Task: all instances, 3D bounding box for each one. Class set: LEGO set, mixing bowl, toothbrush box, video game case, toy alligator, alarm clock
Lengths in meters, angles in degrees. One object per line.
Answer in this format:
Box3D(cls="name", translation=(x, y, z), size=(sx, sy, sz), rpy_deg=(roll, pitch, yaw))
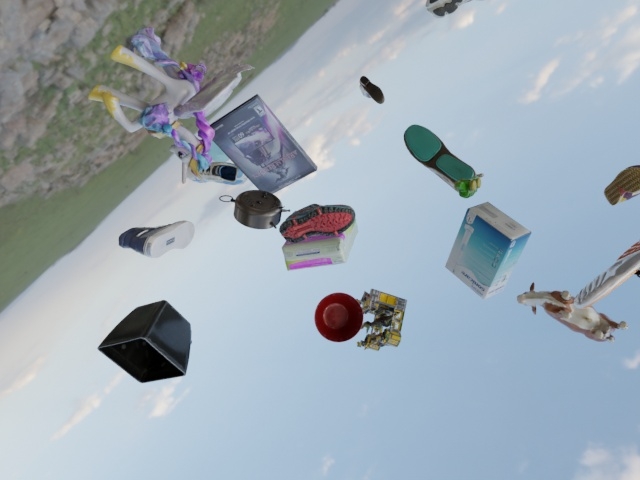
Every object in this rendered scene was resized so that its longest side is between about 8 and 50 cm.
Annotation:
Box3D(cls="LEGO set", translation=(0.217, 0.337, 2.249), size=(0.331, 0.192, 0.255), rpy_deg=(145, -37, -75))
Box3D(cls="mixing bowl", translation=(0.062, 0.282, 1.965), size=(0.181, 0.181, 0.098), rpy_deg=(-45, -179, -8))
Box3D(cls="toothbrush box", translation=(0.626, 0.039, 2.003), size=(0.126, 0.295, 0.216), rpy_deg=(-16, -136, -33))
Box3D(cls="video game case", translation=(-0.165, -0.258, 1.496), size=(0.196, 0.274, 0.026), rpy_deg=(-24, -146, 28))
Box3D(cls="toy alligator", translation=(0.435, -0.155, 1.524), size=(0.056, 0.051, 0.189), rpy_deg=(2, -164, 36))
Box3D(cls="alarm clock", translation=(-0.186, -0.094, 1.433), size=(0.129, 0.192, 0.064), rpy_deg=(-59, 161, -55))

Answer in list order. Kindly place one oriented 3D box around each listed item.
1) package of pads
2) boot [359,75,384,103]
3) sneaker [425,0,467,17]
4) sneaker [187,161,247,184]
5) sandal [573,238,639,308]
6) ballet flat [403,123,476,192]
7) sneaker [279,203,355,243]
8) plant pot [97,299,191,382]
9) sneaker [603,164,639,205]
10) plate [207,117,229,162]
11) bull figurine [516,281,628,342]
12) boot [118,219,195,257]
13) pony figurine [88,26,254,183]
Box3D(cls="package of pads", translation=(0.000, 0.000, 1.916), size=(0.229, 0.101, 0.296), rpy_deg=(-8, -159, 18))
Box3D(cls="boot", translation=(0.157, -0.450, 1.625), size=(0.037, 0.106, 0.114), rpy_deg=(-37, 178, 1))
Box3D(cls="sneaker", translation=(0.276, -0.478, 0.988), size=(0.170, 0.068, 0.071), rpy_deg=(-17, -153, 15))
Box3D(cls="sneaker", translation=(-0.372, -0.242, 1.847), size=(0.086, 0.237, 0.085), rpy_deg=(50, 48, -72))
Box3D(cls="sandal", translation=(0.610, 0.061, 1.009), size=(0.265, 0.076, 0.102), rpy_deg=(-41, 174, 7))
Box3D(cls="ballet flat", translation=(0.385, -0.257, 1.730), size=(0.107, 0.106, 0.316), rpy_deg=(-38, -122, 3))
Box3D(cls="sneaker", translation=(-0.006, -0.080, 1.618), size=(0.262, 0.104, 0.125), rpy_deg=(-10, -146, 31))
Box3D(cls="plant pot", translation=(-0.485, 0.283, 1.531), size=(0.188, 0.187, 0.167), rpy_deg=(-17, -143, 26))
Box3D(cls="sneaker", translation=(0.807, -0.154, 1.357), size=(0.084, 0.069, 0.185), rpy_deg=(-24, 167, -5))
Box3D(cls="plate", translation=(-0.411, -0.411, 2.175), size=(0.024, 0.188, 0.188), rpy_deg=(16, -125, 32))
Box3D(cls="bull figurine", translation=(0.769, 0.221, 1.621), size=(0.188, 0.310, 0.101), rpy_deg=(26, 88, -82))
Box3D(cls="boot", translation=(-0.358, -0.014, 1.175), size=(0.190, 0.086, 0.069), rpy_deg=(-32, 136, -72))
Box3D(cls="pony figurine", translation=(-0.371, -0.378, 1.396), size=(0.351, 0.363, 0.303), rpy_deg=(-51, -167, 1))
